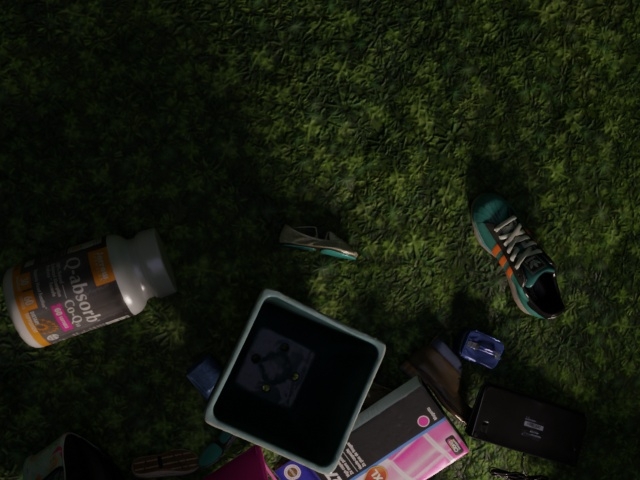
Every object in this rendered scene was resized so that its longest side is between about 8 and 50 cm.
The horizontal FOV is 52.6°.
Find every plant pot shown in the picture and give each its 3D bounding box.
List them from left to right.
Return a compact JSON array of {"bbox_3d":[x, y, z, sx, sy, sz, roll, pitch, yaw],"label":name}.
[{"bbox_3d":[-0.068,0.251,1.222,0.247,0.252,0.248,27,79,-10],"label":"plant pot"}]

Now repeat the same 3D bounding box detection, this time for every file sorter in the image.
[{"bbox_3d":[-0.188,0.584,1.252,0.291,0.202,0.182,-32,102,-5],"label":"file sorter"}]

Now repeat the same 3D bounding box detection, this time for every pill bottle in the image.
[{"bbox_3d":[-0.423,0.082,1.210,0.278,0.162,0.162,-20,95,-8],"label":"pill bottle"}]

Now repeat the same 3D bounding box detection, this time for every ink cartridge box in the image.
[{"bbox_3d":[0.101,0.452,1.330,0.371,0.069,0.176,-35,97,7],"label":"ink cartridge box"}]

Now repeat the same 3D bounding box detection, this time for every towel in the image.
[{"bbox_3d":[-0.215,0.293,1.320,0.067,0.029,0.119,-38,97,-7],"label":"towel"}]

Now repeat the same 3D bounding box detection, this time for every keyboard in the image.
[{"bbox_3d":[0.440,0.435,1.397,0.317,0.033,0.201,22,82,-23],"label":"keyboard"}]

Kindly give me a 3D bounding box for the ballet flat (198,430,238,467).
[{"bbox_3d":[-0.200,0.420,1.324,0.041,0.041,0.114,41,82,-9],"label":"ballet flat"}]

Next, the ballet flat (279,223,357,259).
[{"bbox_3d":[0.000,0.000,1.331,0.168,0.057,0.052,11,81,-10],"label":"ballet flat"}]

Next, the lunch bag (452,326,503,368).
[{"bbox_3d":[0.342,0.232,1.390,0.098,0.065,0.067,23,89,-9],"label":"lunch bag"}]

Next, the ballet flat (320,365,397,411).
[{"bbox_3d":[0.107,0.327,1.359,0.250,0.058,0.084,33,88,-9],"label":"ballet flat"}]

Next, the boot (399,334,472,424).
[{"bbox_3d":[0.283,0.302,1.376,0.219,0.082,0.106,41,88,-7],"label":"boot"}]

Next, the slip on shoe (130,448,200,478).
[{"bbox_3d":[-0.313,0.456,1.308,0.135,0.041,0.051,-3,53,-23],"label":"slip on shoe"}]

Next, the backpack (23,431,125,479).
[{"bbox_3d":[-0.447,0.489,1.178,0.191,0.253,0.225,-32,132,-1],"label":"backpack"}]

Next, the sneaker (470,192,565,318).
[{"bbox_3d":[0.427,0.030,1.366,0.108,0.121,0.302,-32,97,-7],"label":"sneaker"}]
